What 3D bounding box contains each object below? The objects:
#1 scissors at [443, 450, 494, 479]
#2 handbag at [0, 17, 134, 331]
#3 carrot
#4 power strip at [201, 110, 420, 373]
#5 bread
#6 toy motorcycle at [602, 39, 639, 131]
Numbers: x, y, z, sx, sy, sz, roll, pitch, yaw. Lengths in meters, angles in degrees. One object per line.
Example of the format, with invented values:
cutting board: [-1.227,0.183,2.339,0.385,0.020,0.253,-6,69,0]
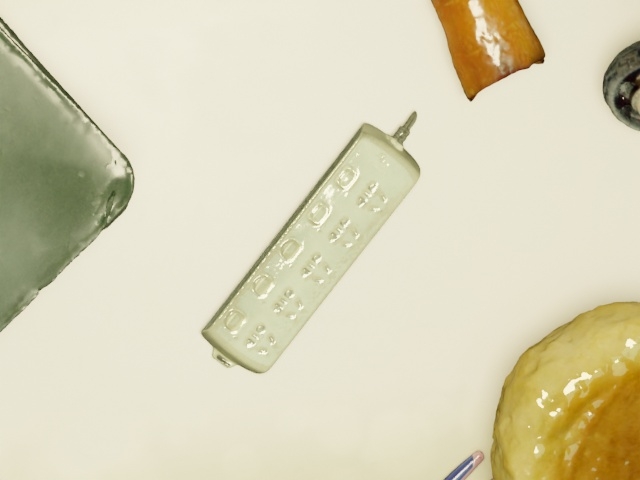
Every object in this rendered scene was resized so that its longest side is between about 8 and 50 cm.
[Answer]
scissors: [0.100,0.222,1.517,0.113,0.012,0.039,-43,103,0]
handbag: [-0.299,-0.053,1.366,0.247,0.079,0.260,-42,100,3]
carrot: [0.105,-0.212,1.416,0.072,0.072,0.205,-26,101,-5]
power strip: [0.000,0.000,1.454,0.060,0.027,0.253,37,92,-14]
bread: [0.245,0.157,1.472,0.244,0.134,0.244,-3,103,-11]
toy motorcycle: [0.398,-0.117,1.423,0.340,0.108,0.223,16,140,-13]
